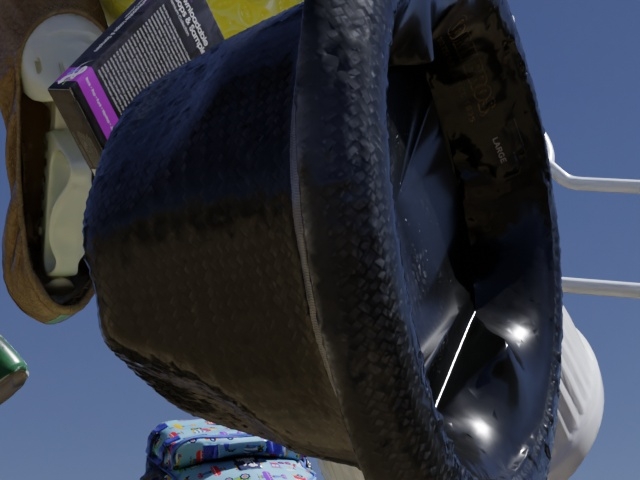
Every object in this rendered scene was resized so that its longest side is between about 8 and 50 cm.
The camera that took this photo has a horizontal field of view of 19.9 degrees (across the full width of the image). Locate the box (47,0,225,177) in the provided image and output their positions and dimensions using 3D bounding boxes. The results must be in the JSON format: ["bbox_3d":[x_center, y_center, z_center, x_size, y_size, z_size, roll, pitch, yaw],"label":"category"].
[{"bbox_3d":[-0.126,-0.115,1.373,0.029,0.162,0.116,5,-48,39],"label":"box"}]

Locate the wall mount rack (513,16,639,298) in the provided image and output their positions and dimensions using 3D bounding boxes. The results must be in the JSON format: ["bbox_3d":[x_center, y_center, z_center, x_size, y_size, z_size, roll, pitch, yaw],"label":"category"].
[{"bbox_3d":[0.202,-0.052,1.560,0.304,0.350,0.130,38,-57,-3],"label":"wall mount rack"}]

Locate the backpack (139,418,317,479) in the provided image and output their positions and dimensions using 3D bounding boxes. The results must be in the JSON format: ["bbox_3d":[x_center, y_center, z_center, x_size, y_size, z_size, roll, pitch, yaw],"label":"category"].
[{"bbox_3d":[-0.072,0.226,1.612,0.158,0.117,0.173,-2,6,-15],"label":"backpack"}]

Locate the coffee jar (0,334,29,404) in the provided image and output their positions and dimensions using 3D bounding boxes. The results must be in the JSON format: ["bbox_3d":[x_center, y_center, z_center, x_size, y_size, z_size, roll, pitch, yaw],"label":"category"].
[{"bbox_3d":[-0.390,0.094,1.885,0.096,0.184,0.079,-38,-14,-13],"label":"coffee jar"}]

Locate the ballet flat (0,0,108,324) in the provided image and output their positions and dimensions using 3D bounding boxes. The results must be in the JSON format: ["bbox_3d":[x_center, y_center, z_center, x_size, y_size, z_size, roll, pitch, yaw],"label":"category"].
[{"bbox_3d":[-0.229,-0.090,1.620,0.116,0.342,0.124,1,8,-24],"label":"ballet flat"}]

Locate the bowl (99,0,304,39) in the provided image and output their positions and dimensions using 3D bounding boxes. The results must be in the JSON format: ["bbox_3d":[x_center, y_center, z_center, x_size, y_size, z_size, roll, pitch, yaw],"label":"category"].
[{"bbox_3d":[-0.119,-0.217,1.734,0.289,0.156,0.289,26,13,-6],"label":"bowl"}]

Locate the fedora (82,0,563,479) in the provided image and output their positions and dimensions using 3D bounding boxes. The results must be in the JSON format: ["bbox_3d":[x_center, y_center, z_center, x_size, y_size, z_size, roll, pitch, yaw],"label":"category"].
[{"bbox_3d":[0.000,0.000,0.783,0.152,0.334,0.334,-8,-16,19],"label":"fedora"}]

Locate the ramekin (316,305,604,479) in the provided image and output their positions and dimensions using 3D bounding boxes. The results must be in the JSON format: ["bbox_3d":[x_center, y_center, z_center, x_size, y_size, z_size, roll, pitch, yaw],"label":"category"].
[{"bbox_3d":[0.081,0.089,1.243,0.207,0.207,0.109,-6,-49,23],"label":"ramekin"}]
